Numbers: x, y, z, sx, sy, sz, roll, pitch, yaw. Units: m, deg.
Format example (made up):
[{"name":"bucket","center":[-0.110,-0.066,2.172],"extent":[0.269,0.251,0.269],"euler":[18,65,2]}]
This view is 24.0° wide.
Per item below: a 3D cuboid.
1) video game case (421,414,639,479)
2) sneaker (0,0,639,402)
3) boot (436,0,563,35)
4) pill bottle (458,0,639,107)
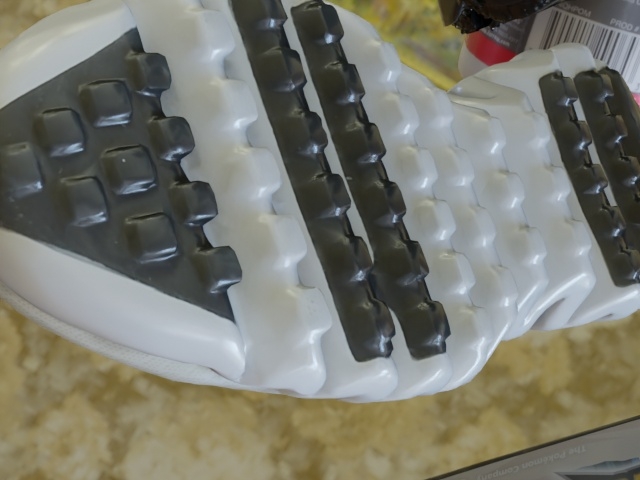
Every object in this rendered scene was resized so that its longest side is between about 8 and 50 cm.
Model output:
[{"name":"video game case","center":[0.134,0.168,0.592],"extent":[0.035,0.274,0.248],"euler":[54,29,-31]},{"name":"sneaker","center":[0.000,0.000,0.430],"extent":[0.292,0.118,0.110],"euler":[2,70,-55]},{"name":"boot","center":[0.129,-0.249,0.930],"extent":[0.094,0.207,0.246],"euler":[-21,0,-31]},{"name":"pill bottle","center":[0.228,-0.243,1.088],"extent":[0.176,0.319,0.176],"euler":[15,21,-6]}]
